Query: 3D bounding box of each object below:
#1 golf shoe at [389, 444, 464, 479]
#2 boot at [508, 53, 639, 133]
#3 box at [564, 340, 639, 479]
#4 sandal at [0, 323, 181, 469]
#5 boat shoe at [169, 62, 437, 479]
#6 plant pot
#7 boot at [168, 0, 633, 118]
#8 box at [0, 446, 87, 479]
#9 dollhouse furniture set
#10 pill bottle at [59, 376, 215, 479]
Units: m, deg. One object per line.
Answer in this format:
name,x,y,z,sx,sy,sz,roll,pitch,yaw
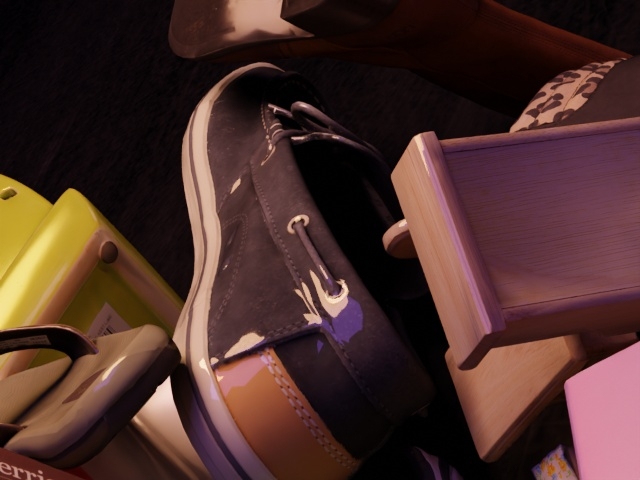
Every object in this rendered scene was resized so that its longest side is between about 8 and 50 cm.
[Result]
golf shoe,0.031,0.210,1.042,0.067,0.086,0.186,-3,50,44
boot,0.239,-0.019,1.039,0.284,0.138,0.377,-13,37,38
box,0.211,0.174,0.686,0.117,0.243,0.213,-27,24,15
sandal,-0.192,0.095,1.106,0.303,0.086,0.120,-28,25,50
boat shoe,0.000,0.000,1.221,0.156,0.187,0.500,-31,23,15
plant pot,-0.233,0.090,1.372,0.207,0.227,0.228,3,52,43
boot,0.055,-0.151,1.284,0.264,0.280,0.096,-13,67,52
box,-0.156,0.246,0.933,0.167,0.168,0.203,-56,27,17
dollhouse furniture set,0.101,0.043,0.927,0.242,0.161,0.212,119,138,-56
pill bottle,-0.163,0.220,1.176,0.283,0.161,0.161,-46,30,-6
